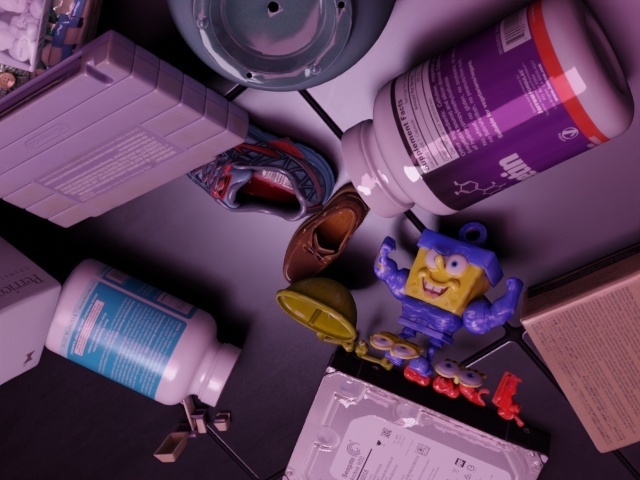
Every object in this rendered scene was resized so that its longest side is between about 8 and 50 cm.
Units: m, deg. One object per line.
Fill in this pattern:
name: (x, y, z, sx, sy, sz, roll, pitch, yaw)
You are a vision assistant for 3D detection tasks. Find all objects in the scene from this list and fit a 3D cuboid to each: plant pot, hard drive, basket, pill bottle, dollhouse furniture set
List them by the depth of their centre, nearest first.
plant pot: (-0.049, -0.290, 1.340, 0.293, 0.196, 0.293, 1, 121, 2)
pill bottle: (0.191, -0.146, 1.391, 0.323, 0.181, 0.181, -26, 108, 26)
basket: (-0.426, -0.292, 1.470, 0.289, 0.201, 0.254, 16, 120, -4)
pill bottle: (-0.250, 0.142, 1.682, 0.264, 0.146, 0.146, 26, 121, 2)
hard drive: (0.135, 0.322, 1.722, 0.339, 0.064, 0.237, 23, 120, 3)
dollhouse furniture set: (-0.201, 0.271, 1.758, 0.091, 0.114, 0.081, -6, 111, 20)

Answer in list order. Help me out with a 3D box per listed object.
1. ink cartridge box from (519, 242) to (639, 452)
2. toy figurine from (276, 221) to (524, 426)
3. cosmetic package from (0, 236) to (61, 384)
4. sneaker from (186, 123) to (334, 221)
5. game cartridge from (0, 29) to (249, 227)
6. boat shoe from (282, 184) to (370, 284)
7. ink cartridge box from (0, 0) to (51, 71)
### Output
ink cartridge box: (0.402, 0.141, 1.539, 0.193, 0.088, 0.234, -25, 108, 24)
toy figurine: (0.147, 0.071, 1.562, 0.362, 0.217, 0.191, 21, 169, 33)
cosmetic package: (-0.603, 0.029, 1.596, 0.453, 0.230, 0.161, 35, 122, 17)
sneaker: (-0.114, -0.099, 1.530, 0.262, 0.125, 0.104, 18, 120, 6)
game cartridge: (-0.287, -0.126, 1.457, 0.355, 0.068, 0.230, -21, 150, 36)
boat shoe: (0.001, 0.000, 1.589, 0.064, 0.060, 0.178, 37, 120, -6)
ink cartridge box: (-0.401, -0.315, 1.316, 0.208, 0.045, 0.206, 16, 119, -5)
